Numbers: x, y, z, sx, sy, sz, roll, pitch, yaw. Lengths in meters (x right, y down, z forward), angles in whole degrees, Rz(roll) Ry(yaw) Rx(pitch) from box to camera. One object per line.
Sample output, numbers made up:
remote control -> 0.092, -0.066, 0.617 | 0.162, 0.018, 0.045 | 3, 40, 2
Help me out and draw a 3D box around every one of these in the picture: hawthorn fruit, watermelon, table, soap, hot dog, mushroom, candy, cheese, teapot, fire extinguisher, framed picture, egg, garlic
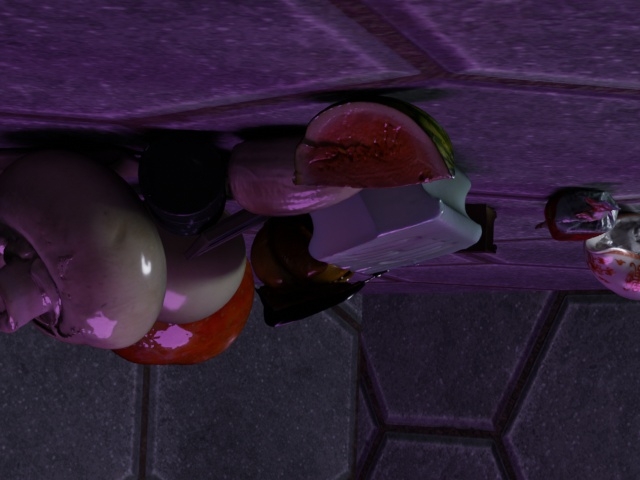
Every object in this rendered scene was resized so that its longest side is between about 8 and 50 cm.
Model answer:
hawthorn fruit -> -0.246, 0.091, 2.647 | 0.284, 0.284, 0.284 | 2, 175, 0
watermelon -> 0.045, -0.101, 1.420 | 0.163, 0.087, 0.069 | -2, 143, 28
table -> 0.214, -0.014, 2.302 | 0.083, 0.070, 0.082 | -1, 174, 23
soap -> 0.081, -0.030, 1.822 | 0.173, 0.095, 0.289 | -16, 171, 13
hot dog -> -0.006, 0.001, 2.073 | 0.194, 0.107, 0.326 | -19, -168, -2
mushroom -> -0.292, 0.025, 1.776 | 0.202, 0.246, 0.246 | -35, -167, -26
candy -> 0.345, -0.032, 2.106 | 0.086, 0.059, 0.292 | 1, 176, 0
cheese -> -0.402, -0.092, 1.915 | 0.400, 0.034, 0.085 | 1, 179, 21
teapot -> 0.468, 0.018, 2.260 | 0.245, 0.116, 0.159 | -23, -147, -35
fire extinguisher -> -0.160, -0.063, 1.820 | 0.114, 0.095, 0.311 | 47, 174, 3
framed picture -> -0.075, -0.037, 1.927 | 0.189, 0.023, 0.260 | -28, 180, -12
egg -> -0.199, 0.024, 2.245 | 0.189, 0.188, 0.254 | 1, -179, 16
garlic -> -0.026, -0.074, 1.653 | 0.196, 0.087, 0.101 | -5, -165, 32

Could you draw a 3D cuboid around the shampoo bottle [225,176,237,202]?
shampoo bottle -> -0.101, -0.064, 2.091 | 0.049, 0.034, 0.141 | -7, 172, 32
